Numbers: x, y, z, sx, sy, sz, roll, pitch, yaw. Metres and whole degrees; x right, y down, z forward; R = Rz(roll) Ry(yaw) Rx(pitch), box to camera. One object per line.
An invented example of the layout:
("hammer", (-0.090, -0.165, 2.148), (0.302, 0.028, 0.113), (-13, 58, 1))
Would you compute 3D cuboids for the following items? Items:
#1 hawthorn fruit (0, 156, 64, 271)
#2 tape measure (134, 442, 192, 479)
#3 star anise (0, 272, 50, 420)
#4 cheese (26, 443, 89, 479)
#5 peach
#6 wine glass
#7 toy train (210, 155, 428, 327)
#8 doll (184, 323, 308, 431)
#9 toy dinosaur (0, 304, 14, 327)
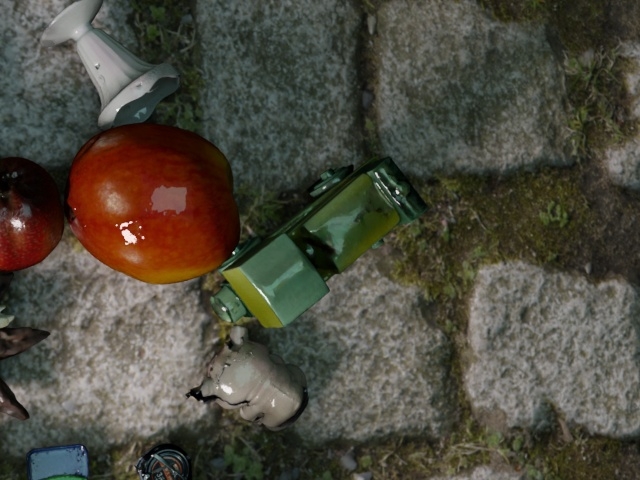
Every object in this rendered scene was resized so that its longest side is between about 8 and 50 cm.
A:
("hawthorn fruit", (-0.471, -0.030, 1.634), (0.169, 0.188, 0.169), (4, 52, -5))
("tape measure", (-0.248, 0.375, 1.715), (0.091, 0.054, 0.094), (-16, 95, -20))
("star anise", (-0.574, 0.171, 1.602), (0.332, 0.117, 0.331), (2, 81, -10))
("cheese", (-0.397, 0.478, 1.639), (0.204, 0.083, 0.320), (-3, 85, -18))
("peach", (-0.263, -0.052, 1.669), (0.281, 0.238, 0.281), (-5, 125, -7))
("wine glass", (-0.343, -0.282, 1.716), (0.165, 0.165, 0.196), (-43, 91, -17))
("toy train", (0.000, 0.000, 1.736), (0.397, 0.253, 0.160), (-38, 97, -17))
("doll", (-0.110, 0.236, 1.755), (0.192, 0.095, 0.149), (31, 78, -15))
("toy dinosaur", (-0.626, 0.013, 1.511), (0.393, 0.092, 0.205), (10, 110, -8))
